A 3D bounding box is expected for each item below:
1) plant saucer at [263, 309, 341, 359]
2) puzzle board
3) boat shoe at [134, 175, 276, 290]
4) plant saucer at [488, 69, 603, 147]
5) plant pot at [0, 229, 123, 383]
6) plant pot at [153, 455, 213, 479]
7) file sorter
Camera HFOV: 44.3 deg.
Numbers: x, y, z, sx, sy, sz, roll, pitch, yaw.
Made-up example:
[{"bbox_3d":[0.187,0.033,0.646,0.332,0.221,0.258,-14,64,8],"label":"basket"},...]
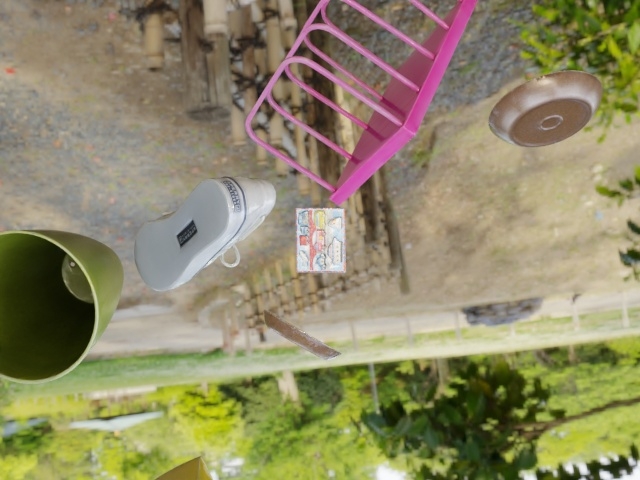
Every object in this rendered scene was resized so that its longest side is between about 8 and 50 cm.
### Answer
[{"bbox_3d":[-0.040,0.182,1.475,0.169,0.029,0.168,29,173,4],"label":"plant saucer"},{"bbox_3d":[0.000,0.000,1.527,0.097,0.128,0.011,0,-170,6],"label":"puzzle board"},{"bbox_3d":[-0.191,-0.020,1.365,0.157,0.135,0.367,-14,165,-40],"label":"boat shoe"},{"bbox_3d":[0.391,-0.215,1.352,0.199,0.036,0.198,-9,153,-5],"label":"plant saucer"},{"bbox_3d":[-0.497,0.094,1.501,0.275,0.274,0.293,-9,-172,9],"label":"plant pot"},{"bbox_3d":[-0.383,0.747,2.117,0.187,0.212,0.212,-15,-151,6],"label":"plant pot"},{"bbox_3d":[0.051,-0.241,1.085,0.182,0.290,0.202,34,145,-10],"label":"file sorter"}]
